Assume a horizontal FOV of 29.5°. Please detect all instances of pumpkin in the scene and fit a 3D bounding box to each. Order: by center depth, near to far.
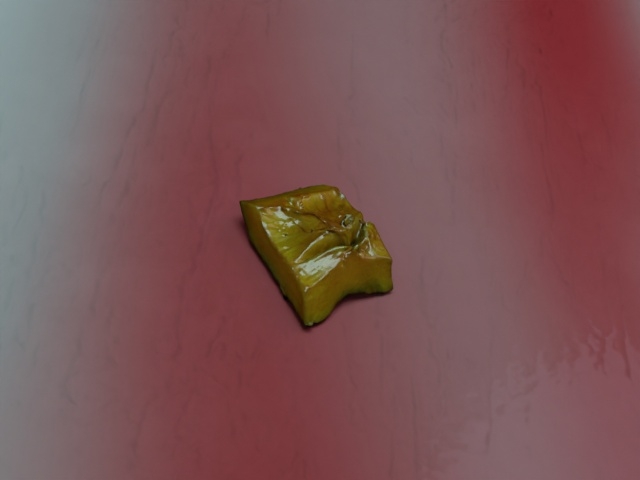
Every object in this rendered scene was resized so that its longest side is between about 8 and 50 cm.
[{"bbox_3d":[-0.002,-0.001,0.729,0.073,0.035,0.101,-18,55,-28],"label":"pumpkin"}]
